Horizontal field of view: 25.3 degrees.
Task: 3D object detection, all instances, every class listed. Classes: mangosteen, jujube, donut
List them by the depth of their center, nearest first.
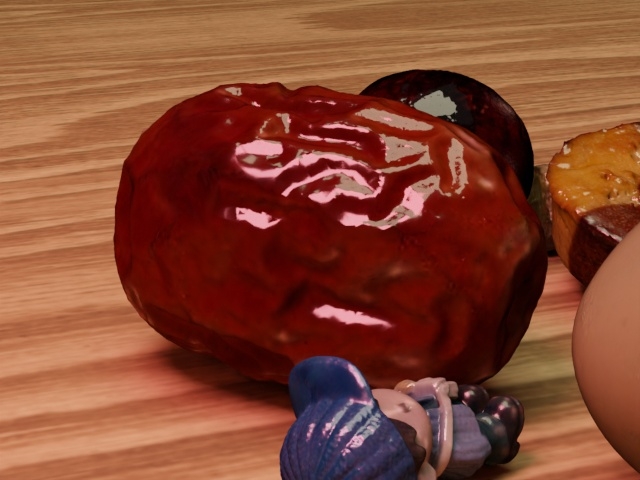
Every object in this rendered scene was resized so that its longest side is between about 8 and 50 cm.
[{"bbox_3d":[0.000,0.000,0.805,0.250,0.174,0.174,17,24,27],"label":"jujube"},{"bbox_3d":[0.240,-0.015,0.956,0.184,0.073,0.166,-17,43,-27],"label":"donut"},{"bbox_3d":[0.075,-0.043,1.007,0.152,0.153,0.152,0,19,0],"label":"mangosteen"}]

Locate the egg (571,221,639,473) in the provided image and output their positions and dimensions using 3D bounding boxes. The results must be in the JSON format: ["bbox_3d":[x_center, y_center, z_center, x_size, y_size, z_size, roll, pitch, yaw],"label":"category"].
[{"bbox_3d":[0.237,0.047,0.647,0.241,0.186,0.186,-8,18,3],"label":"egg"}]

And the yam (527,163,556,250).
[{"bbox_3d":[0.295,-0.033,1.076,0.299,0.066,0.066,-4,19,-15],"label":"yam"}]

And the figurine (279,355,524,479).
[{"bbox_3d":[0.037,0.103,0.690,0.077,0.079,0.136,14,0,44],"label":"figurine"}]
